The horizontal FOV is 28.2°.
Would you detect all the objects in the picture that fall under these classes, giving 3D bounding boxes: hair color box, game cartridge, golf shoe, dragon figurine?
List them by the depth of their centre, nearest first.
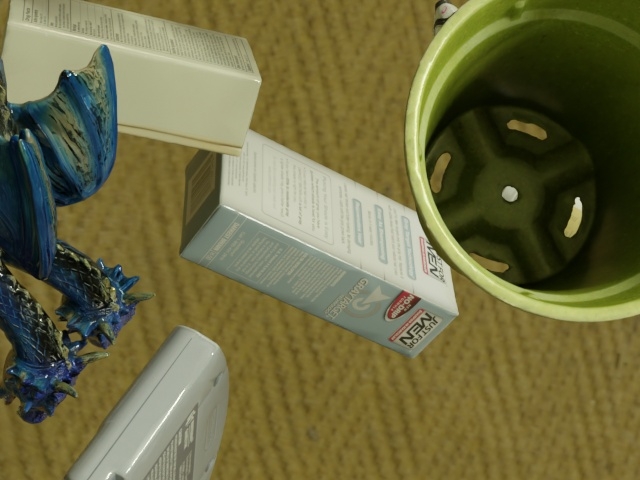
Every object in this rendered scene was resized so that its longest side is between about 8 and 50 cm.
[{"bbox_3d":[-0.136,-0.039,0.535,0.144,0.289,0.085,20,44,4],"label":"dragon figurine"},{"bbox_3d":[-0.152,0.206,1.141,0.060,0.294,0.196,31,56,14],"label":"game cartridge"},{"bbox_3d":[0.185,-0.261,1.666,0.067,0.186,0.086,-22,81,7],"label":"golf shoe"},{"bbox_3d":[0.000,0.000,1.733,0.374,0.113,0.185,25,37,-23],"label":"hair color box"}]

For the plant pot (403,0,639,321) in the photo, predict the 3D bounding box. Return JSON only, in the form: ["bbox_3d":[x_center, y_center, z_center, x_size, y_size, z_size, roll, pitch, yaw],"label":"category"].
[{"bbox_3d":[0.187,-0.059,1.092,0.276,0.254,0.276,1,83,-6],"label":"plant pot"}]

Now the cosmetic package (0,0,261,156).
[{"bbox_3d":[-0.241,-0.211,1.585,0.309,0.160,0.113,10,115,-15],"label":"cosmetic package"}]

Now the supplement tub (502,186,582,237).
[{"bbox_3d":[0.362,-0.031,1.922,0.199,0.144,0.144,31,77,3],"label":"supplement tub"}]
